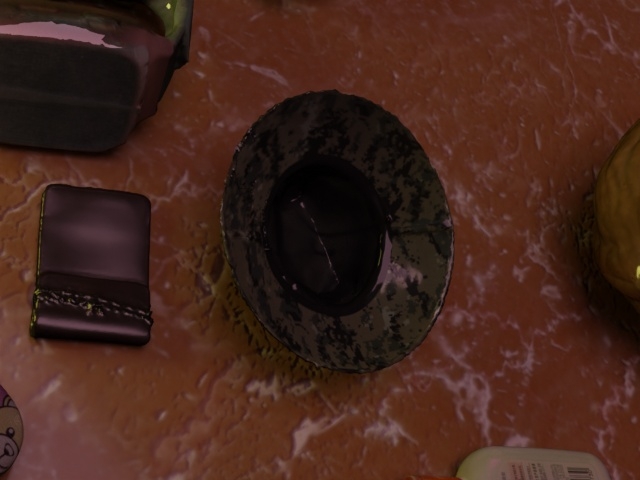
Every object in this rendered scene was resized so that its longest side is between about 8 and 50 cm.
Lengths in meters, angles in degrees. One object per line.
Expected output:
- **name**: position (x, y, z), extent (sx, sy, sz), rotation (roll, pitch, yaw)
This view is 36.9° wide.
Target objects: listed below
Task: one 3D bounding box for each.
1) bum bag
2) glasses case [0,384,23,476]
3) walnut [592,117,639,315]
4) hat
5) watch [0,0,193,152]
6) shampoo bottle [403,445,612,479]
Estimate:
- **bum bag**: position (-0.209, 0.020, 0.892), extent (0.109, 0.026, 0.159), rotation (6, 63, -20)
- **glasses case**: position (-0.364, 0.205, 0.700), extent (0.123, 0.076, 0.316), rotation (47, 57, 2)
- **walnut**: position (0.458, -0.027, 1.055), extent (0.344, 0.306, 0.306), rotation (-32, 80, -26)
- **hat**: position (0.000, 0.000, 0.933), extent (0.265, 0.128, 0.265), rotation (5, 78, -24)
- **watch**: position (-0.245, -0.227, 0.934), extent (0.253, 0.162, 0.241), rotation (5, 56, -22)
- **shampoo bottle**: position (0.184, 0.252, 0.929), extent (0.221, 0.051, 0.108), rotation (8, 63, -19)
